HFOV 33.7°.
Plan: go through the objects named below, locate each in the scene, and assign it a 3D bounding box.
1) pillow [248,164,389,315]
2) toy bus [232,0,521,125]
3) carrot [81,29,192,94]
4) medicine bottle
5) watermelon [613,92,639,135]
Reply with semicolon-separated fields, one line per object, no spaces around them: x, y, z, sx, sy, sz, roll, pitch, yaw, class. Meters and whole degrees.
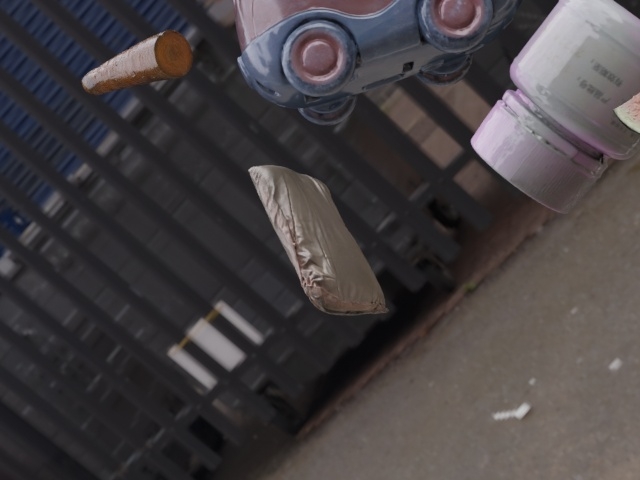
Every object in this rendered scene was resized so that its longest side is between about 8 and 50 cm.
0.000;0.000;1.661;0.067;0.270;0.173;-40;-25;33;pillow
0.043;-0.263;1.078;0.294;0.232;0.197;-19;-4;3;toy bus
-0.251;-0.222;1.379;0.209;0.061;0.061;-6;39;46;carrot
0.402;-0.217;1.653;0.302;0.241;0.241;-54;8;18;medicine bottle
0.441;-0.163;1.289;0.135;0.125;0.094;24;109;48;watermelon
